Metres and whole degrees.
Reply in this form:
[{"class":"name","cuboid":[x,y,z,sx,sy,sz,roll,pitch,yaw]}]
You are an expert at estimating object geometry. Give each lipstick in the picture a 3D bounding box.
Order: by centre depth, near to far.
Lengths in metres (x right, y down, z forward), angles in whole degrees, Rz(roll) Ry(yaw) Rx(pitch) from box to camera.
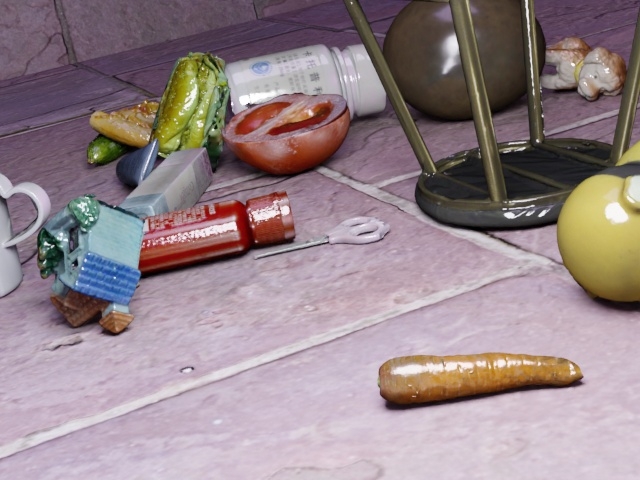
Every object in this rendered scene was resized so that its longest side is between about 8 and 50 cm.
[{"class":"lipstick","cuboid":[-0.246,-0.073,1.763,0.068,0.066,0.317,-9,19,12]}]

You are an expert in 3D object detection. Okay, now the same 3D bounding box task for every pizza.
[{"class":"pizza","cuboid":[-0.342,-0.233,2.181,0.182,0.062,0.161,22,33,18]}]

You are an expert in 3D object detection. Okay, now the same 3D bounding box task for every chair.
[{"class":"chair","cuboid":[0.246,-0.253,1.488,0.362,0.410,0.364,-17,20,-20]}]

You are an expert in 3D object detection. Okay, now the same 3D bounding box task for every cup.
[{"class":"cup","cuboid":[-0.494,-0.015,1.524,0.221,0.202,0.167,7,26,41]}]

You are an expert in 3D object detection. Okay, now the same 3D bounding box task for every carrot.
[{"class":"carrot","cuboid":[0.148,0.128,1.033,0.191,0.047,0.047,-4,20,3]}]

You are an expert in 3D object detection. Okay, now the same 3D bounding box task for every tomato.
[{"class":"tomato","cuboid":[-0.055,-0.167,1.862,0.228,0.112,0.199,11,36,45]}]

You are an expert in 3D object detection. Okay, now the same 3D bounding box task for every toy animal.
[{"class":"toy animal","cuboid":[0.509,-0.323,2.019,0.184,0.104,0.185,-19,17,-27]}]

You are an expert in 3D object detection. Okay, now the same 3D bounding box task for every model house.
[{"class":"model house","cuboid":[-0.284,0.049,1.355,0.119,0.148,0.148,22,-43,-39]}]

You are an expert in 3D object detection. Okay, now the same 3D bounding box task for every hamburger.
[{"class":"hamburger","cuboid":[-0.228,-0.233,1.968,0.125,0.214,0.235,11,8,-15]}]

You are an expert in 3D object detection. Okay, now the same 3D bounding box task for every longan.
[{"class":"longan","cuboid":[0.260,-0.347,1.994,0.300,0.243,0.300,2,35,-2]}]

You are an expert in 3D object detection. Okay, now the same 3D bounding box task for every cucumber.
[{"class":"cucumber","cuboid":[-0.413,-0.202,2.223,0.069,0.069,0.227,-3,24,20]}]

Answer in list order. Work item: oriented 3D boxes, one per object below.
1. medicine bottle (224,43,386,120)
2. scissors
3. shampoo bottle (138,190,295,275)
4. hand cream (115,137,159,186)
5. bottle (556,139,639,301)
[{"class":"medicine bottle","cuboid":[-0.031,-0.279,2.077,0.293,0.170,0.170,-12,19,-8]},{"class":"scissors","cuboid":[0.000,0.000,1.511,0.189,0.015,0.100,-16,18,-8]},{"class":"shampoo bottle","cuboid":[-0.194,-0.003,1.522,0.314,0.076,0.118,-12,11,-5]},{"class":"hand cream","cuboid":[-0.316,-0.125,1.890,0.055,0.088,0.256,24,-7,-15]},{"class":"bottle","cuboid":[0.405,-0.045,1.197,0.351,0.171,0.171,-26,24,-31]}]
